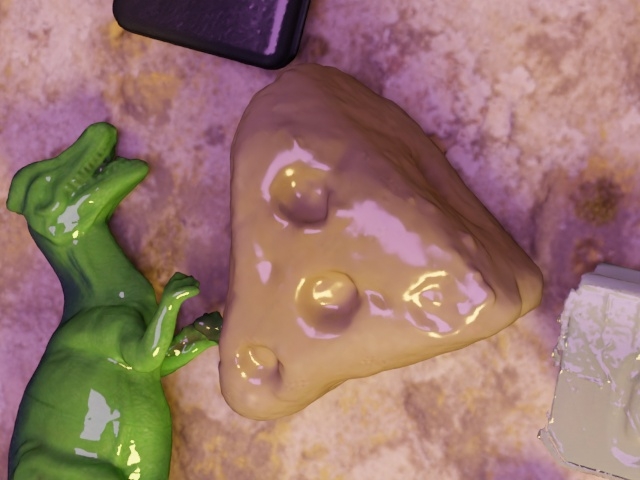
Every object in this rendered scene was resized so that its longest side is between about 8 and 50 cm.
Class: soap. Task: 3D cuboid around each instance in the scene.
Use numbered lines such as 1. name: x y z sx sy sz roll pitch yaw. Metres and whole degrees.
1. soap: 0.297 0.115 1.232 0.261 0.094 0.150 13 97 16

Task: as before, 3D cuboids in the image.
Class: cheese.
1. cheese: -0.001 0.000 1.285 0.251 0.173 0.248 -30 85 22

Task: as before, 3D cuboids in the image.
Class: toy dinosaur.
1. toy dinosaur: -0.252 0.192 1.393 0.500 0.144 0.374 -42 76 11

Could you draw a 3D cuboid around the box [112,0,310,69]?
1. box: -0.067 -0.261 1.350 0.160 0.050 0.230 17 98 17
